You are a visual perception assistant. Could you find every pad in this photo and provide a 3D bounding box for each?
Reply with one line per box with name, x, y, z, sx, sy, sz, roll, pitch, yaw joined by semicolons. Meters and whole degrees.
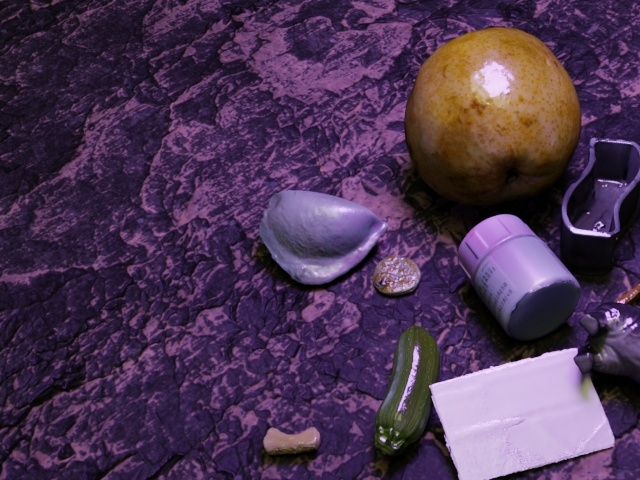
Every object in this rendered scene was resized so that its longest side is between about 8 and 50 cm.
pad;0.283;0.245;1.397;0.232;0.004;0.156;-13;63;-6

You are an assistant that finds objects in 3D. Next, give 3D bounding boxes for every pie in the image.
pie;0.125;0.057;1.631;0.085;0.017;0.085;-6;47;7

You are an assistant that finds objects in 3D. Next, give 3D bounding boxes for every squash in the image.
squash;0.130;0.218;1.446;0.077;0.068;0.219;23;52;1

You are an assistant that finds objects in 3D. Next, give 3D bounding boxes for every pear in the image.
pear;0.291;-0.199;1.650;0.304;0.303;0.303;-5;47;6

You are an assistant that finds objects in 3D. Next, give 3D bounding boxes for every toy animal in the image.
toy animal;0.527;0.176;1.367;0.343;0.106;0.168;15;16;19

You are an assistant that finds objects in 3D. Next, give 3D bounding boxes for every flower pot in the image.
flower pot;0.459;-0.055;1.611;0.103;0.108;0.229;16;53;23

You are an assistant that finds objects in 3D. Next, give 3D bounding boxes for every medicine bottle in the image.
medicine bottle;0.302;0.055;1.520;0.135;0.135;0.168;-23;48;-10

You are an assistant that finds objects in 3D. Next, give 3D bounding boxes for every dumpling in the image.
dumpling;0.003;-0.006;1.672;0.217;0.149;0.105;8;11;9

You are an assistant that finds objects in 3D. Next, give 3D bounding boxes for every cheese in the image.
cheese;-0.041;0.290;1.437;0.083;0.030;0.044;-9;53;10

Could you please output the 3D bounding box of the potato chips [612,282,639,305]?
potato chips;0.499;0.071;1.542;0.204;0.026;0.037;-36;48;-21
